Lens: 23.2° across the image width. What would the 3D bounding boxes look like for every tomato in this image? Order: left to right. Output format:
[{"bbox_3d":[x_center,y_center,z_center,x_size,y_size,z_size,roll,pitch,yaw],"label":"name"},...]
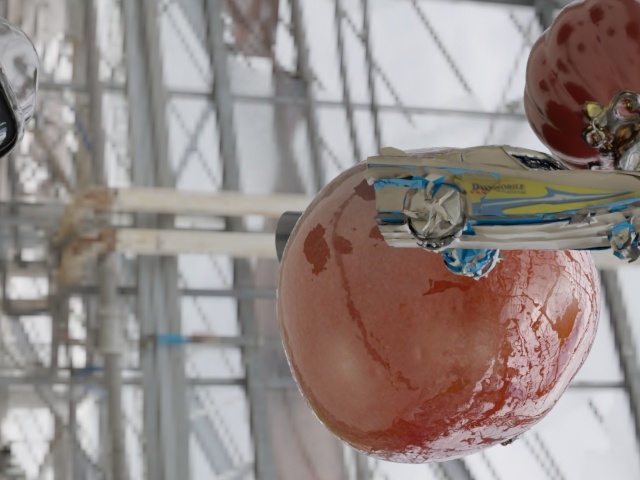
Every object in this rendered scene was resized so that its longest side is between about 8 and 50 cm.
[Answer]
[{"bbox_3d":[0.109,0.053,1.514,0.321,0.322,0.321,-178,-90,-72],"label":"tomato"}]

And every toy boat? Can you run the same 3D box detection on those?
[{"bbox_3d":[0.124,-0.019,0.817,0.084,0.210,0.066,36,57,-63],"label":"toy boat"}]

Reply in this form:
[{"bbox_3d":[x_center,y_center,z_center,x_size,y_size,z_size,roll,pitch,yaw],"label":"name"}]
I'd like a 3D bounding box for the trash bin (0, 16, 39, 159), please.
[{"bbox_3d":[-0.434,-0.123,1.565,0.209,0.290,0.182,-12,-72,39],"label":"trash bin"}]

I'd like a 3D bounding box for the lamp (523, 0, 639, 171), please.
[{"bbox_3d":[0.309,-0.162,1.542,0.227,0.227,0.226,-178,-90,-72],"label":"lamp"}]

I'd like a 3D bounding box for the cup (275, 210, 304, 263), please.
[{"bbox_3d":[0.000,0.000,1.941,0.100,0.077,0.078,-9,97,-64],"label":"cup"}]
